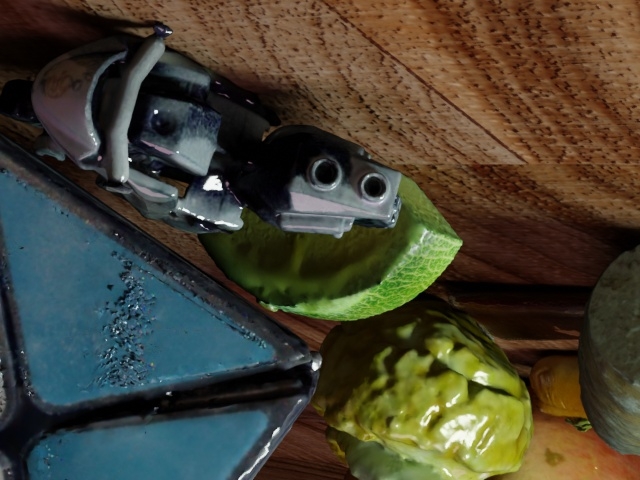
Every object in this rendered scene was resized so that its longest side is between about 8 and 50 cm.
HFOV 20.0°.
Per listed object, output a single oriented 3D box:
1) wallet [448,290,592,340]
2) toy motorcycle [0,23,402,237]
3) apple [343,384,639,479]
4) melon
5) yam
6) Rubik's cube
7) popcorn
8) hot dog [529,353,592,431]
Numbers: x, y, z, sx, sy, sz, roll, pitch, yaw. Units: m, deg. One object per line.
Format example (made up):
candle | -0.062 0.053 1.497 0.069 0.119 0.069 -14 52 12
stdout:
wallet | 0.207 0.062 1.542 0.176 0.026 0.095 -3 155 36
toy motorcycle | -0.076 -0.061 1.148 0.270 0.106 0.159 16 171 -1
apple | 0.181 0.318 1.906 0.364 0.364 0.364 11 166 3
melon | 0.000 0.000 1.316 0.209 0.118 0.064 -14 169 34
yam | 0.260 0.094 1.400 0.133 0.133 0.330 10 164 8
Rubik's cube | -0.197 0.116 1.282 0.307 0.305 0.310 37 180 0
popcorn | 0.087 0.145 1.628 0.204 0.184 0.221 32 178 -4
hot dog | 0.308 0.149 1.708 0.249 0.068 0.100 0 162 40
